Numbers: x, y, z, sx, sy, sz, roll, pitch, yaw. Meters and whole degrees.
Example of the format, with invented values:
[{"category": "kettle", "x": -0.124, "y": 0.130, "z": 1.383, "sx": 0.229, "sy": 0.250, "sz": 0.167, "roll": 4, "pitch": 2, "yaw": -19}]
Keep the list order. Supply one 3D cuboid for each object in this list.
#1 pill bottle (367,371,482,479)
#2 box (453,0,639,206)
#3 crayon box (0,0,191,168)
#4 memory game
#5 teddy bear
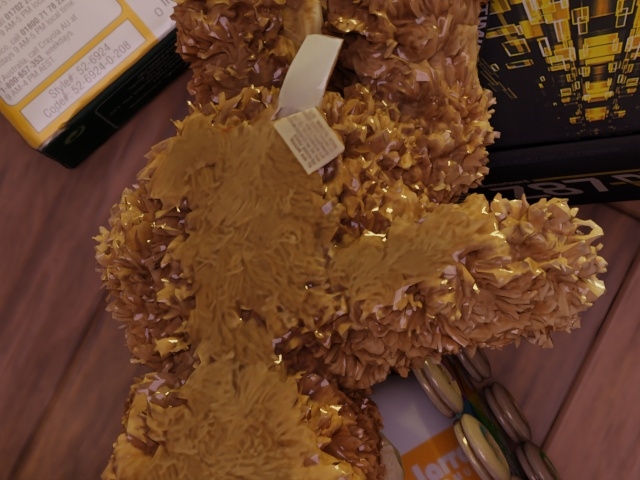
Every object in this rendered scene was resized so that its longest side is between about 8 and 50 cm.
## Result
[{"category": "pill bottle", "x": 0.033, "y": 0.160, "z": 0.728, "sx": 0.152, "sy": 0.152, "sz": 0.272, "roll": -32, "pitch": 82, "yaw": 1}, {"category": "box", "x": 0.147, "y": -0.215, "z": 0.677, "sx": 0.318, "sy": 0.097, "sz": 0.395, "roll": -2, "pitch": 77, "yaw": 46}, {"category": "crayon box", "x": -0.169, "y": -0.227, "z": 0.811, "sx": 0.203, "sy": 0.083, "sz": 0.323, "roll": -41, "pitch": 84, "yaw": 0}, {"category": "memory game", "x": 0.075, "y": 0.074, "z": 0.720, "sx": 0.012, "sy": 0.186, "sz": 0.186, "roll": -34, "pitch": 84, "yaw": 10}, {"category": "teddy bear", "x": 0.000, "y": 0.000, "z": 0.630, "sx": 0.245, "sy": 0.113, "sz": 0.338, "roll": -19, "pitch": 58, "yaw": 21}]
